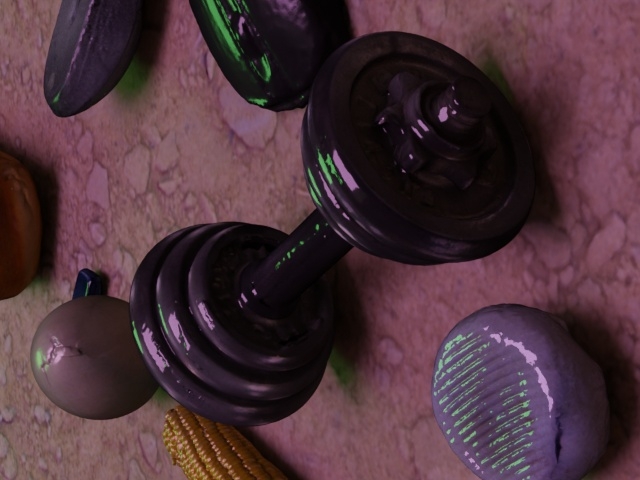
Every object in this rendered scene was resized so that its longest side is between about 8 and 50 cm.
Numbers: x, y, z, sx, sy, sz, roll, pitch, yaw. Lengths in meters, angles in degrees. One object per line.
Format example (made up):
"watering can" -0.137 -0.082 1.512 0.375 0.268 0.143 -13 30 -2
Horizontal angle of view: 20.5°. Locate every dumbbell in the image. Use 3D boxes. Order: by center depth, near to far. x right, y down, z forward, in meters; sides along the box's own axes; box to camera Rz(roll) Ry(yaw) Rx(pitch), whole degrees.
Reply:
"dumbbell" 0.000 0.000 1.302 0.406 0.179 0.179 -44 59 47

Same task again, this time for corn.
"corn" -0.070 0.207 1.508 0.206 0.067 0.067 39 124 45

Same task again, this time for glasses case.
"glasses case" -0.231 0.067 1.749 0.033 0.023 0.083 43 125 49

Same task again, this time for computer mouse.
"computer mouse" -0.060 -0.236 1.439 0.137 0.086 0.269 -22 77 53
"computer mouse" -0.195 -0.219 1.639 0.113 0.068 0.229 40 114 60

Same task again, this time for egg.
"egg" -0.203 0.106 1.612 0.114 0.152 0.114 -3 80 19

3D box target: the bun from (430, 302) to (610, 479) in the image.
"bun" 0.143 0.105 1.200 0.141 0.083 0.140 24 122 47

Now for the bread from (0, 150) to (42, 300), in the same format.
"bread" -0.403 -0.034 1.882 0.294 0.132 0.166 16 106 51
